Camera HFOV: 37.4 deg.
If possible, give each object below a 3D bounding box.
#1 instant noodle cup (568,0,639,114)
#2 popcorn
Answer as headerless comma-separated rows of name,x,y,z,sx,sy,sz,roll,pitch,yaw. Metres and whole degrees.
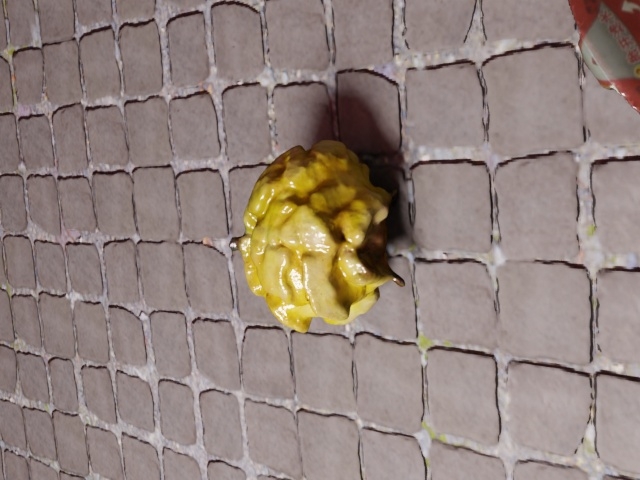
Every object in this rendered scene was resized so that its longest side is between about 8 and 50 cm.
instant noodle cup,0.265,-0.154,0.527,0.274,0.091,0.273,-1,83,9
popcorn,0.000,0.000,0.826,0.152,0.148,0.167,3,122,10
